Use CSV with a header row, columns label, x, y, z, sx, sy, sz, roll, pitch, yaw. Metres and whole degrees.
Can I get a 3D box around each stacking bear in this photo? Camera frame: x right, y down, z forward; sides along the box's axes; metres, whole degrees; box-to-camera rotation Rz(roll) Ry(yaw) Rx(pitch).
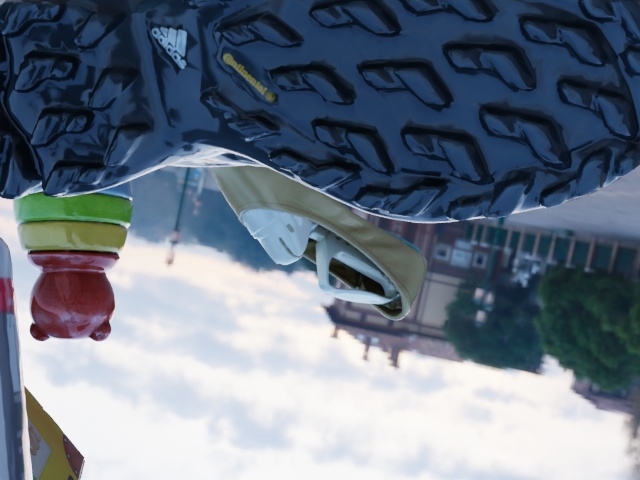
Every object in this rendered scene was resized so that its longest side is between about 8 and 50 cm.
label,x,y,z,sx,sy,sz,roll,pitch,yaw
stacking bear,-0.322,-0.012,1.291,0.176,0.288,0.164,0,174,-3

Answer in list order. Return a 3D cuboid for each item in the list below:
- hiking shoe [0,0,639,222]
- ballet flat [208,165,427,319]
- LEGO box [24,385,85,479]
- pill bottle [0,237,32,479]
label,x,y,z,sx,sy,sz,roll,pitch,yaw
hiking shoe,-0.006,-0.081,0.417,0.304,0.113,0.132,4,-158,18
ballet flat,0.000,0.000,0.843,0.232,0.073,0.080,28,152,-26
LEGO box,-0.493,0.323,1.168,0.193,0.372,0.500,-28,-157,8
pill bottle,-0.235,0.159,0.500,0.177,0.318,0.176,-6,175,-1
